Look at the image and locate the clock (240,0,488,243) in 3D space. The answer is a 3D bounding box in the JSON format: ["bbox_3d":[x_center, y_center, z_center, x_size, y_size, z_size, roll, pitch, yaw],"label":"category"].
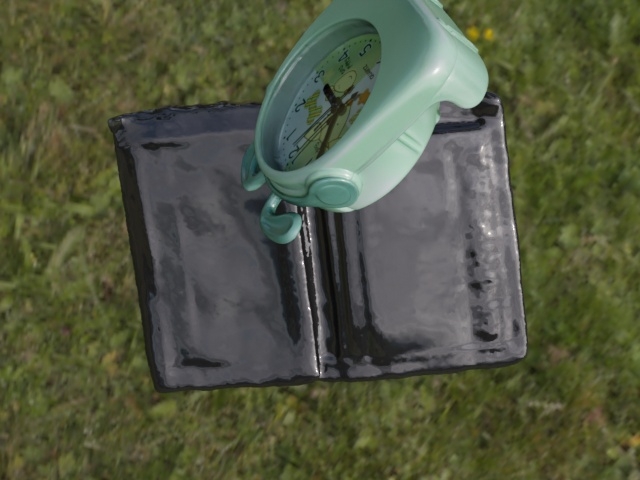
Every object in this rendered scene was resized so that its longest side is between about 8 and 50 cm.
[{"bbox_3d":[0.017,-0.086,0.879,0.060,0.188,0.148,31,22,-35],"label":"clock"}]

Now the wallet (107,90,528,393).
[{"bbox_3d":[0.000,0.000,1.067,0.323,0.247,0.041,-5,13,6],"label":"wallet"}]
